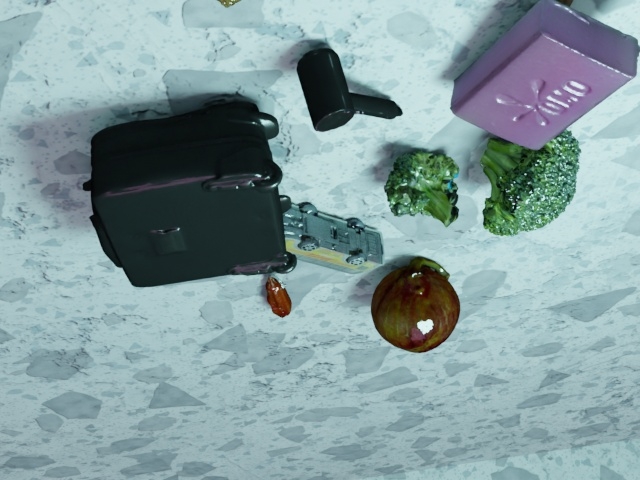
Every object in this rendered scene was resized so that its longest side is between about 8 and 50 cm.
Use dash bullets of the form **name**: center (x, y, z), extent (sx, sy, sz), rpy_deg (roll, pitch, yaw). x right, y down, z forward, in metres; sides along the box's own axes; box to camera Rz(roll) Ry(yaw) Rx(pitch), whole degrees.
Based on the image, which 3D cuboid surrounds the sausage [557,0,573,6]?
- **sausage**: center (0.364, -0.362, 1.601), extent (0.043, 0.043, 0.186), rpy_deg (-1, 148, -14)

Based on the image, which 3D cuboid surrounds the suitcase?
- **suitcase**: center (-0.219, -0.063, 1.796), extent (0.339, 0.188, 0.345), rpy_deg (-10, 152, -2)

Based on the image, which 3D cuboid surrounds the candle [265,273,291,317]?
- **candle**: center (-0.091, 0.118, 2.274), extent (0.053, 0.048, 0.162), rpy_deg (-37, 150, -12)

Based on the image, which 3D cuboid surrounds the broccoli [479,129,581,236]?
- **broccoli**: center (0.371, -0.114, 1.900), extent (0.176, 0.198, 0.226), rpy_deg (8, 134, 43)

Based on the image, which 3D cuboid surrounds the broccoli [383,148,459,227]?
- **broccoli**: center (0.196, -0.084, 1.911), extent (0.154, 0.160, 0.167), rpy_deg (-30, 143, -19)

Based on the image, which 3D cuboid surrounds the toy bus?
- **toy bus**: center (0.000, 0.000, 2.065), extent (0.268, 0.092, 0.106), rpy_deg (16, 150, -36)

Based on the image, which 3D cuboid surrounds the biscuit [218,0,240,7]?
- **biscuit**: center (-0.166, -0.382, 1.424), extent (0.064, 0.034, 0.199), rpy_deg (-25, 145, 24)

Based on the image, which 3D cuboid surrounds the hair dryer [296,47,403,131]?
- **hair dryer**: center (0.062, -0.235, 1.707), extent (0.070, 0.114, 0.248), rpy_deg (-25, 167, 36)

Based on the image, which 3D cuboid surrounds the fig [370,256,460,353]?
- **fig**: center (0.201, 0.132, 2.264), extent (0.205, 0.205, 0.205), rpy_deg (-7, 150, -4)

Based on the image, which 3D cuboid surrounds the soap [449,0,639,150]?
- **soap**: center (0.347, -0.254, 1.666), extent (0.181, 0.081, 0.259), rpy_deg (21, 151, -19)
